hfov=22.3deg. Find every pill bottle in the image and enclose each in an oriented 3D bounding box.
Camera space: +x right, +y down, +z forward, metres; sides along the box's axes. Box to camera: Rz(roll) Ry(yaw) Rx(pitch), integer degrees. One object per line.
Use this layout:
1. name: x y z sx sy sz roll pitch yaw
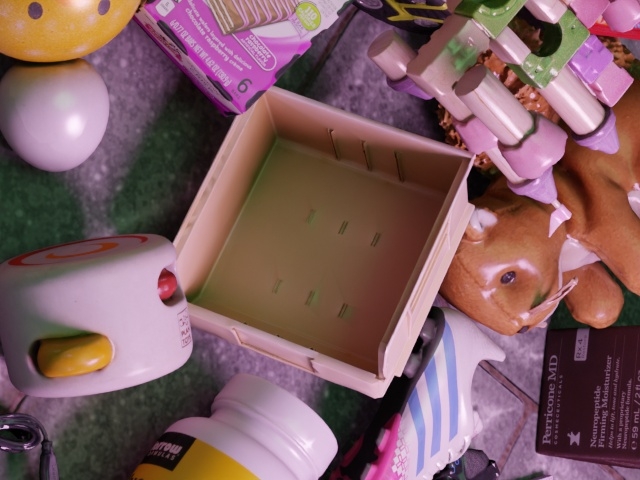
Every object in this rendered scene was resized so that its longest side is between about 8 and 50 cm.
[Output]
1. pill bottle: -0.130 0.309 1.695 0.188 0.188 0.334 47 64 -21

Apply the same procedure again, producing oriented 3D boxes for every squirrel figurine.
1. squirrel figurine: 0.265 -0.075 1.973 0.370 0.281 0.397 -24 85 -21

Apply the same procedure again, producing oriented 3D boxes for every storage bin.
1. storage bin: 0.000 0.000 1.757 0.262 0.123 0.260 20 70 15

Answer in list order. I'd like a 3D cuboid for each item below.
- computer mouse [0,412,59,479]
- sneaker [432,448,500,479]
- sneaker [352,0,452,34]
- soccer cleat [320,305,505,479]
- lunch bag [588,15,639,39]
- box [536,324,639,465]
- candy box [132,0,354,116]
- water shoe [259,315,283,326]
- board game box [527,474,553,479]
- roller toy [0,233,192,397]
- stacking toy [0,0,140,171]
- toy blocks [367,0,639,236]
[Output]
1. computer mouse: -0.352 0.296 1.633 0.184 0.060 0.262 2 73 -28
2. sneaker: 0.126 0.308 1.930 0.217 0.079 0.121 -12 89 -41
3. sneaker: 0.052 -0.376 1.892 0.385 0.145 0.147 34 70 -28
4. soccer cleat: 0.109 0.240 1.867 0.143 0.116 0.331 28 84 -21
5. lunch bag: 0.308 -0.376 1.991 0.258 0.120 0.293 0 46 -34
6. box: 0.404 0.201 2.034 0.167 0.203 0.168 12 80 -31
7. candy box: -0.066 -0.269 1.738 0.159 0.071 0.233 46 76 -16
8. water shoe: -0.018 0.058 1.869 0.203 0.073 0.080 -26 74 -31
9. board game box: 0.261 0.349 2.040 0.090 0.020 0.090 -12 92 -34
10. roller toy: -0.228 0.080 1.640 0.191 0.209 0.146 -15 100 -33
11. stacking toy: -0.271 -0.304 1.629 0.350 0.350 0.480 -15 111 -33
12. toy blocks: 0.253 -0.194 1.765 0.260 0.309 0.288 42 85 -28
